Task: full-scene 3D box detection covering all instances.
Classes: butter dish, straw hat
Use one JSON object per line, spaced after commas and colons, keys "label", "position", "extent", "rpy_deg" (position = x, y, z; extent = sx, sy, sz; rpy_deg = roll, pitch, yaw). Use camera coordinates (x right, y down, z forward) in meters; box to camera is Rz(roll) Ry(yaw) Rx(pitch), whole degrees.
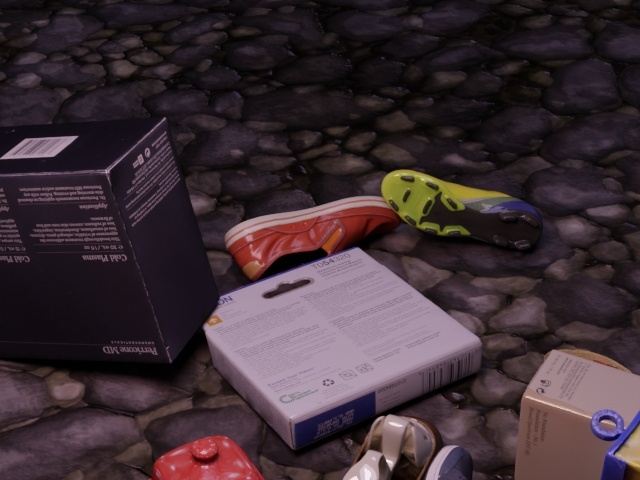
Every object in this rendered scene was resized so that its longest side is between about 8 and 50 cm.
{"label": "butter dish", "position": [-0.142, 0.299, 1.447], "extent": [0.160, 0.118, 0.160], "rpy_deg": [-17, 36, -24]}
{"label": "straw hat", "position": [0.372, 0.212, 1.618], "extent": [0.145, 0.061, 0.144], "rpy_deg": [13, 23, -6]}

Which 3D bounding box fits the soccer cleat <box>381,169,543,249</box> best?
{"label": "soccer cleat", "position": [0.239, -0.055, 1.981], "extent": [0.289, 0.093, 0.121], "rpy_deg": [16, 18, -5]}

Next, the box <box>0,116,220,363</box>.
{"label": "box", "position": [-0.367, 0.002, 1.693], "extent": [0.343, 0.312, 0.179], "rpy_deg": [0, 30, 23]}

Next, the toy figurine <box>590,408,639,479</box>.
{"label": "toy figurine", "position": [0.405, 0.206, 1.256], "extent": [0.217, 0.191, 0.362], "rpy_deg": [23, 55, 35]}

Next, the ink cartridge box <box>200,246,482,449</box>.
{"label": "ink cartridge box", "position": [0.014, 0.149, 1.727], "extent": [0.324, 0.071, 0.330], "rpy_deg": [-19, 33, -25]}

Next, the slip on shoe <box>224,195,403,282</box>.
{"label": "slip on shoe", "position": [0.000, 0.000, 1.943], "extent": [0.331, 0.123, 0.101], "rpy_deg": [-13, 71, -30]}

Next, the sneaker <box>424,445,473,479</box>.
{"label": "sneaker", "position": [0.199, 0.334, 1.371], "extent": [0.163, 0.086, 0.226], "rpy_deg": [-11, 36, 28]}

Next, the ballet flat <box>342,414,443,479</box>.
{"label": "ballet flat", "position": [0.074, 0.297, 1.437], "extent": [0.116, 0.124, 0.342], "rpy_deg": [14, 35, 22]}

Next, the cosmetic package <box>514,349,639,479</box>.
{"label": "cosmetic package", "position": [0.409, 0.267, 1.440], "extent": [0.310, 0.160, 0.113], "rpy_deg": [16, 38, 27]}
